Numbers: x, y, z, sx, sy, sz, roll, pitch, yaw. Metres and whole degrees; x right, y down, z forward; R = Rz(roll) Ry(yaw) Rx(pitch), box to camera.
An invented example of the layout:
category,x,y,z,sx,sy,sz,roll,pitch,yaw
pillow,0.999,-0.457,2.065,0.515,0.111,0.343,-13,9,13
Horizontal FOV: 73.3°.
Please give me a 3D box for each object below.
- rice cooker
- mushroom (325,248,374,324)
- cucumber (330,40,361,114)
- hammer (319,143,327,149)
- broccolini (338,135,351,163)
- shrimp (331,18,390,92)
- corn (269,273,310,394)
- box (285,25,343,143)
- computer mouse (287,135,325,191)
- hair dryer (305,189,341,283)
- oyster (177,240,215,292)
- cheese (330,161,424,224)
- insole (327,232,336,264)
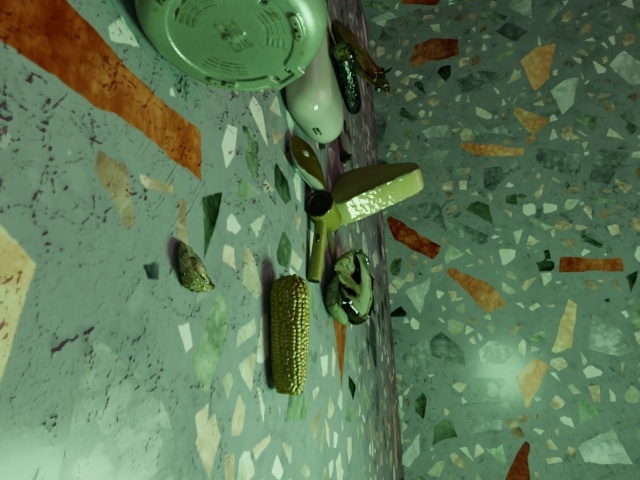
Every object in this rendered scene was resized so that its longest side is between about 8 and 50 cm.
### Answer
category,x,y,z,sx,sy,sz,roll,pitch,yaw
rice cooker,-0.119,-0.405,0.642,0.288,0.288,0.277,50,39,-64
mushroom,0.093,0.162,1.512,0.247,0.130,0.344,58,24,-24
cucumber,0.088,-0.469,1.295,0.245,0.067,0.067,63,25,-53
hammer,0.027,-0.411,1.658,0.246,0.029,0.103,-54,136,-70
broccolini,0.087,-0.431,1.887,0.194,0.054,0.052,69,-10,-25
shrimp,0.117,-0.537,1.262,0.294,0.062,0.154,51,4,18
corn,-0.068,0.205,0.954,0.091,0.091,0.260,7,75,-38
box,-0.017,-0.492,1.311,0.289,0.141,0.349,32,53,-69
computer mouse,-0.031,-0.222,1.290,0.245,0.056,0.126,39,34,-66
hair dryer,0.000,0.000,1.320,0.135,0.090,0.278,59,35,-61
oyster,-0.200,0.045,0.670,0.083,0.038,0.081,60,2,9
cheese,0.178,-0.212,1.715,0.384,0.384,0.104,-68,141,-60
insole,0.034,-0.031,1.571,0.086,0.005,0.253,-51,132,-70
